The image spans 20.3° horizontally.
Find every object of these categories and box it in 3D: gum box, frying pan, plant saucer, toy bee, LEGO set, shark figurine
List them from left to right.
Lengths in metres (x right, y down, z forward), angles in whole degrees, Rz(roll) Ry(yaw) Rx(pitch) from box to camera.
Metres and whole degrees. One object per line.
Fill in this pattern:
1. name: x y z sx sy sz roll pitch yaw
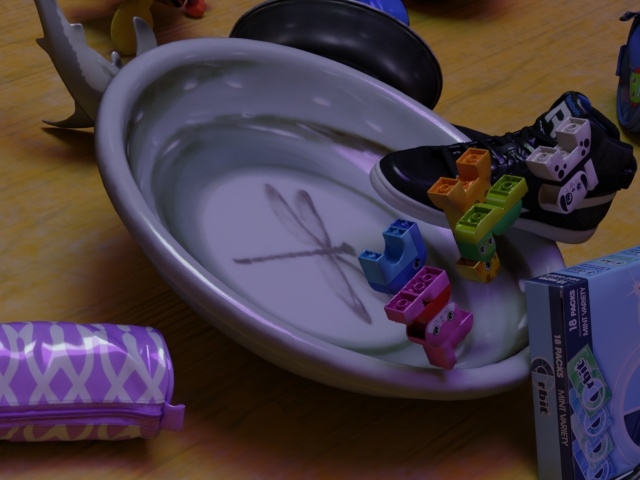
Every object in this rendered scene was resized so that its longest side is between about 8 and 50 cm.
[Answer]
1. shark figurine: -0.207 -0.139 1.545 0.116 0.278 0.166 -13 56 28
2. toy bee: -0.155 -0.286 1.762 0.162 0.195 0.298 27 14 -27
3. plant saucer: 0.000 0.000 1.394 0.400 0.100 0.400 21 33 -14
4. frying pan: 0.048 -0.110 1.633 0.197 0.326 0.053 -14 48 36
5. LEGO set: 0.111 0.009 1.297 0.087 0.093 0.227 13 47 44
6. gum box: 0.235 0.087 1.341 0.184 0.157 0.041 -16 16 -38

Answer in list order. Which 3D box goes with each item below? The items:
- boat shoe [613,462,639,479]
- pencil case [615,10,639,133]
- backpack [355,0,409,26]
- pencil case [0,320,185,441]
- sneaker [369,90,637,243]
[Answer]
1. boat shoe: 0.279 0.167 1.268 0.121 0.119 0.335 33 37 27
2. pencil case: 0.445 -0.157 1.831 0.306 0.119 0.133 6 23 -12
3. backpack: 0.026 -0.219 1.790 0.101 0.098 0.120 -18 56 -27
4. pencil case: -0.202 0.099 1.216 0.206 0.086 0.088 -2 23 -23
5. sneaker: 0.151 -0.071 1.403 0.217 0.121 0.079 7 38 -31
